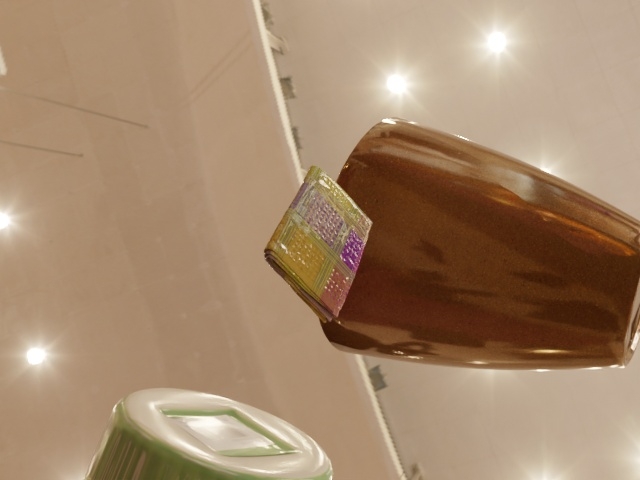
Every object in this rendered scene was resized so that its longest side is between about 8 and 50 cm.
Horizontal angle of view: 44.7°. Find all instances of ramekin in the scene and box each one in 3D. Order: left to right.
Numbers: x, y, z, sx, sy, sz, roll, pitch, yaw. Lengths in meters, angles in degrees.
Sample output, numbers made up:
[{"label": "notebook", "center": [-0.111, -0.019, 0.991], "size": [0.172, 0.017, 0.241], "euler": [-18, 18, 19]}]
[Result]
[{"label": "ramekin", "center": [-0.133, 0.293, 0.931], "size": [0.303, 0.303, 0.148], "euler": [19, -87, 15]}]

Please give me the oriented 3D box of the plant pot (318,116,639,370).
[{"label": "plant pot", "center": [0.162, 0.025, 0.712], "size": [0.254, 0.237, 0.237], "euler": [15, -86, 29]}]

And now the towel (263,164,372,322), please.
[{"label": "towel", "center": [0.000, 0.000, 0.454], "size": [0.009, 0.083, 0.060], "euler": [-23, -60, 41]}]
